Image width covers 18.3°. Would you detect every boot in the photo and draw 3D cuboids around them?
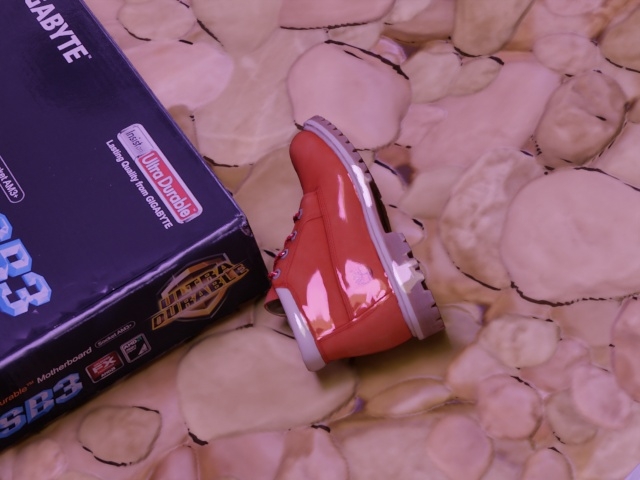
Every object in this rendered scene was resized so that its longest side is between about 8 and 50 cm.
[{"bbox_3d":[0.000,0.000,1.071,0.085,0.059,0.158,-26,51,2],"label":"boot"}]

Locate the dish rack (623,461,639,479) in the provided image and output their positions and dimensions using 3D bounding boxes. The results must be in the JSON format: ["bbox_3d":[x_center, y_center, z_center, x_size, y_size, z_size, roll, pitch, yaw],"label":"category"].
[{"bbox_3d":[0.251,0.059,0.794,0.285,0.333,0.072,-44,97,-19],"label":"dish rack"}]

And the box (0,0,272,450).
[{"bbox_3d":[-0.221,-0.008,1.135,0.293,0.073,0.295,-31,51,-7],"label":"box"}]
